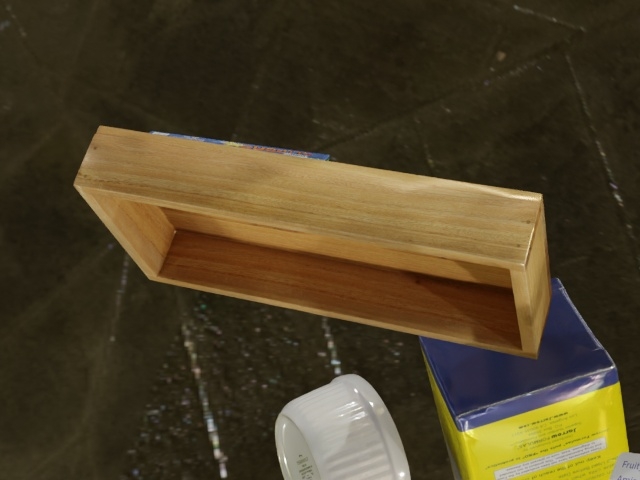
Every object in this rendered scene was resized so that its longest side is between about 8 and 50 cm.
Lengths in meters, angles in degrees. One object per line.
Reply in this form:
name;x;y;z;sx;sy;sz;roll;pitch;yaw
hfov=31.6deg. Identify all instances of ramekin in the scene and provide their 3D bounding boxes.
ramekin;0.022;0.285;1.463;0.207;0.109;0.207;49;147;48

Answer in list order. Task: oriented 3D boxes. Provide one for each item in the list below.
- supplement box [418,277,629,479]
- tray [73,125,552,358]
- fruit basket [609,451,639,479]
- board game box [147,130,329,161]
supplement box;0.265;0.260;1.416;0.195;0.356;0.194;-17;33;-1
tray;0.000;0.000;1.046;0.411;0.203;0.076;11;66;19
fruit basket;0.307;0.333;0.911;0.327;0.165;0.353;-3;55;52
board game box;-0.098;-0.039;1.234;0.201;0.035;0.136;8;105;8
